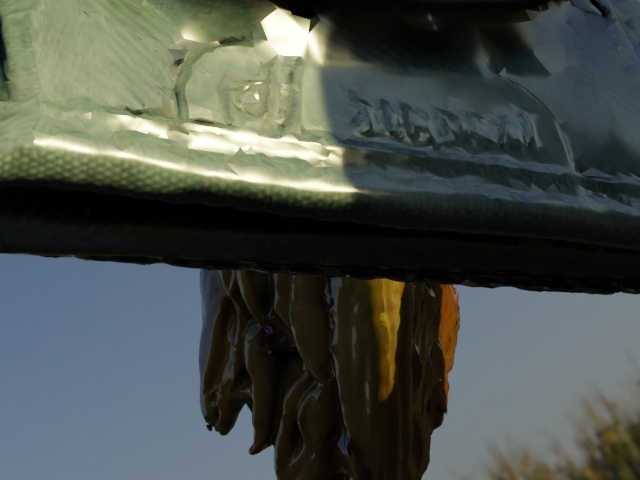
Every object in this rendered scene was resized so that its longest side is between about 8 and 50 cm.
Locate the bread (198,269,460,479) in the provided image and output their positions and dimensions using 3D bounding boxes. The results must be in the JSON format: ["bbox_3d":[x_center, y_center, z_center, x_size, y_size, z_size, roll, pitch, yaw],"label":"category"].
[{"bbox_3d":[0.000,0.000,1.215,0.167,0.325,0.277,0,25,11],"label":"bread"}]

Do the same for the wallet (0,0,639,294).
[{"bbox_3d":[-0.008,-0.092,0.617,0.342,0.237,0.075,4,-41,-28],"label":"wallet"}]
